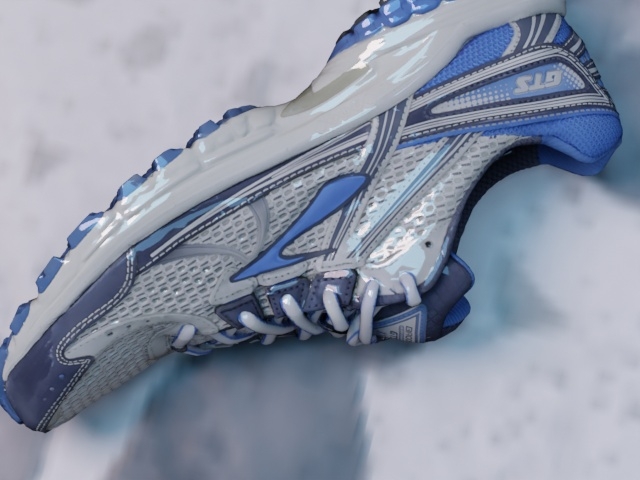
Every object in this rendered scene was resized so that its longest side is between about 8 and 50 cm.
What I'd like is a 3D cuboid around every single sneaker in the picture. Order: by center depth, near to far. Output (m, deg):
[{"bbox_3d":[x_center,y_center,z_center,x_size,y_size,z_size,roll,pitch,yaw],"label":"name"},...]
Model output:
[{"bbox_3d":[0.000,0.000,0.364,0.135,0.052,0.058,-36,86,-1],"label":"sneaker"}]
